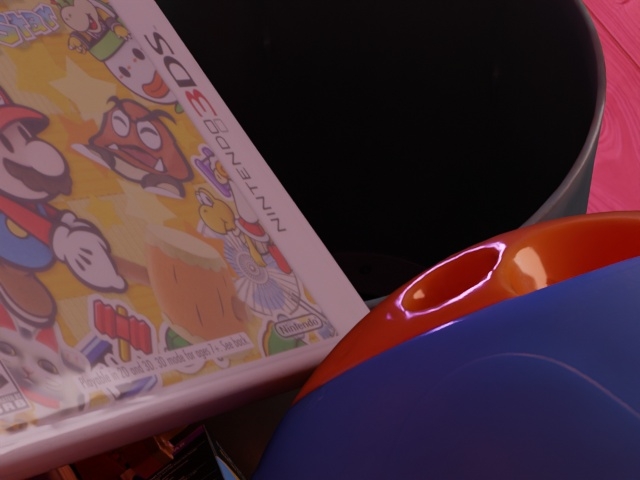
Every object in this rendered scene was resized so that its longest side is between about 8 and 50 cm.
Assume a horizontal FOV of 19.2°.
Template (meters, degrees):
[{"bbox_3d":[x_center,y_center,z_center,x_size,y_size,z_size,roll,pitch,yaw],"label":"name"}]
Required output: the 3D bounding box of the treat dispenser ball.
[{"bbox_3d":[0.109,0.133,0.636,0.288,0.288,0.288,55,0,0],"label":"treat dispenser ball"}]

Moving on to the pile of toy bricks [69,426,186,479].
[{"bbox_3d":[-0.099,-0.006,0.747,0.212,0.105,0.118,55,0,25],"label":"pile of toy bricks"}]

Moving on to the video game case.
[{"bbox_3d":[-0.096,-0.025,0.649,0.206,0.026,0.227,55,31,14],"label":"video game case"}]

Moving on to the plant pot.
[{"bbox_3d":[0.000,0.000,0.995,0.293,0.293,0.235,55,-18,38],"label":"plant pot"}]

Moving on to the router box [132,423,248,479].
[{"bbox_3d":[-0.007,0.178,0.806,0.179,0.046,0.133,55,0,-22],"label":"router box"}]
